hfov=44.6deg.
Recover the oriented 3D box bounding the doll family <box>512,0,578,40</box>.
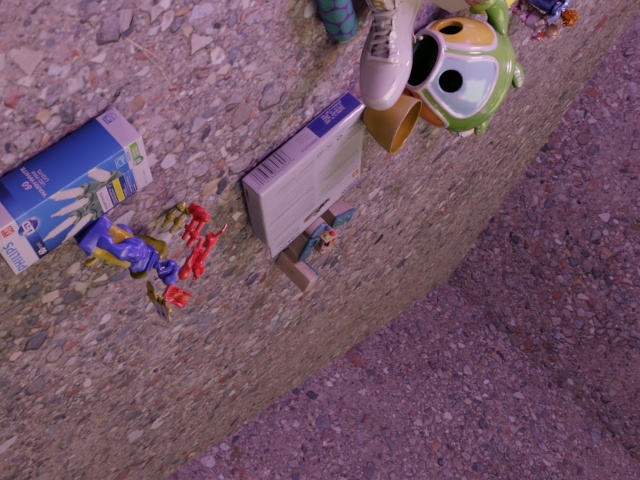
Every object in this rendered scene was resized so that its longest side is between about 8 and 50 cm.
[{"bbox_3d":[0.622,-0.641,2.030,0.263,0.163,0.118,-53,160,20],"label":"doll family"}]

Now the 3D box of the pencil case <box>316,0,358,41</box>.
[{"bbox_3d":[0.027,-0.418,1.376,0.152,0.064,0.070,59,33,-71],"label":"pencil case"}]

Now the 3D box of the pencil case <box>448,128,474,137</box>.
[{"bbox_3d":[0.387,-0.385,2.139,0.124,0.113,0.273,-65,164,-12],"label":"pencil case"}]

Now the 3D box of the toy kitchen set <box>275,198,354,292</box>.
[{"bbox_3d":[0.004,0.010,2.130,0.166,0.122,0.207,-26,154,-45],"label":"toy kitchen set"}]

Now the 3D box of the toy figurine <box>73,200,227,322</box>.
[{"bbox_3d":[-0.334,-0.022,1.344,0.191,0.217,0.362,-60,-155,0],"label":"toy figurine"}]

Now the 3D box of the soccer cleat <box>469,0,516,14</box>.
[{"bbox_3d":[0.456,-0.635,1.853,0.289,0.093,0.121,-36,129,-15],"label":"soccer cleat"}]

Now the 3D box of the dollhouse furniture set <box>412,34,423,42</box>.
[{"bbox_3d":[0.161,-0.439,1.591,0.091,0.081,0.114,-44,162,-4],"label":"dollhouse furniture set"}]

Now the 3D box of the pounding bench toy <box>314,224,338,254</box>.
[{"bbox_3d":[0.000,0.000,2.213,0.083,0.052,0.065,-31,157,-36],"label":"pounding bench toy"}]

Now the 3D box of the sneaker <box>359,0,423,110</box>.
[{"bbox_3d":[0.111,-0.400,1.442,0.169,0.108,0.293,15,87,-65],"label":"sneaker"}]

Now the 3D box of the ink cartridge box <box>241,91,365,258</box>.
[{"bbox_3d":[-0.032,-0.143,1.815,0.324,0.071,0.330,-43,162,-18],"label":"ink cartridge box"}]

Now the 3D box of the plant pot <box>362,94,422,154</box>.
[{"bbox_3d":[0.150,-0.271,1.725,0.134,0.095,0.134,-54,165,-22],"label":"plant pot"}]

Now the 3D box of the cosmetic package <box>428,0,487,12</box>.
[{"bbox_3d":[0.314,-0.516,1.342,0.129,0.296,0.153,10,80,-46],"label":"cosmetic package"}]

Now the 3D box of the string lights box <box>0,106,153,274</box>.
[{"bbox_3d":[-0.388,-0.075,1.182,0.259,0.077,0.133,-39,162,-19],"label":"string lights box"}]

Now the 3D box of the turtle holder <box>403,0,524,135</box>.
[{"bbox_3d":[0.319,-0.402,1.763,0.227,0.243,0.320,8,145,-41],"label":"turtle holder"}]
